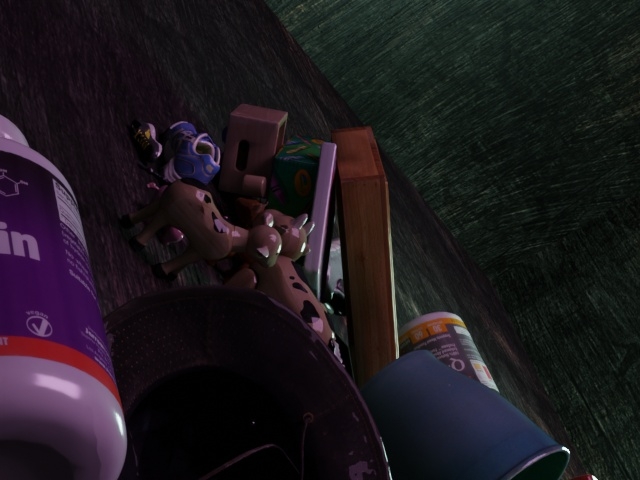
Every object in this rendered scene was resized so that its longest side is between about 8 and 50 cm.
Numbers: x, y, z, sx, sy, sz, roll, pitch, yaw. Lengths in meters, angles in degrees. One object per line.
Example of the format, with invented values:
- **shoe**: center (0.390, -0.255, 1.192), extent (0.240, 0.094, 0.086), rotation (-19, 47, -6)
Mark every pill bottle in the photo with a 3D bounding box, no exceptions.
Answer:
- **pill bottle**: center (-0.252, 0.048, 0.926), extent (0.181, 0.181, 0.323), rotation (45, 16, -46)
- **pill bottle**: center (0.244, 0.283, 2.394), extent (0.162, 0.162, 0.278), rotation (42, 19, -52)

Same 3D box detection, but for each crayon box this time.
- **crayon box**: center (-0.037, -0.074, 2.149), extent (0.278, 0.081, 0.165), rotation (-67, 168, -77)

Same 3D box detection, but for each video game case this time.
- **video game case**: center (0.000, 0.000, 1.973), extent (0.285, 0.025, 0.204), rotation (90, 7, -70)

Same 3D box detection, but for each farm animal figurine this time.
- **farm animal figurine**: center (-0.079, 0.040, 1.675), extent (0.327, 0.172, 0.330), rotation (60, 12, 12)

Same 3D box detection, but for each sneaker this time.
- **sneaker**: center (0.025, 0.070, 2.286), extent (0.132, 0.086, 0.228), rotation (63, 22, 1)
- **sneaker**: center (-0.185, -0.123, 1.893), extent (0.080, 0.081, 0.211), rotation (49, 13, -28)
- **sneaker**: center (-0.249, -0.140, 1.814), extent (0.035, 0.031, 0.083), rotation (29, 23, -39)

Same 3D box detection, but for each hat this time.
- **hat**: center (-0.101, 0.208, 1.141), extent (0.331, 0.331, 0.134), rotation (58, -25, 1)

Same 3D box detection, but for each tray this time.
- **tray**: center (0.074, 0.047, 2.065), extent (0.203, 0.076, 0.411), rotation (-100, -177, -62)

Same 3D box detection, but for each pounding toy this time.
- **pounding toy**: center (-0.123, -0.113, 2.074), extent (0.206, 0.094, 0.181), rotation (-69, 169, -76)

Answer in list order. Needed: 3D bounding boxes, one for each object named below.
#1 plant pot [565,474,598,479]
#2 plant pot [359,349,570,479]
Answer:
- **plant pot**: center (0.370, 0.553, 2.030), extent (0.267, 0.267, 0.236), rotation (43, 30, -51)
- **plant pot**: center (0.171, 0.307, 1.858), extent (0.255, 0.271, 0.271), rotation (46, 6, 26)
